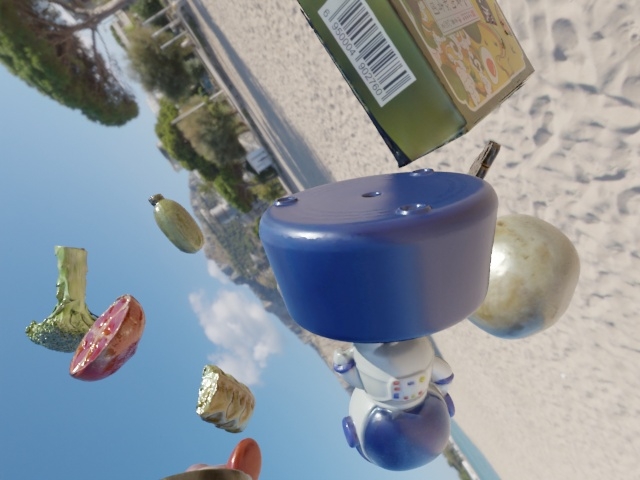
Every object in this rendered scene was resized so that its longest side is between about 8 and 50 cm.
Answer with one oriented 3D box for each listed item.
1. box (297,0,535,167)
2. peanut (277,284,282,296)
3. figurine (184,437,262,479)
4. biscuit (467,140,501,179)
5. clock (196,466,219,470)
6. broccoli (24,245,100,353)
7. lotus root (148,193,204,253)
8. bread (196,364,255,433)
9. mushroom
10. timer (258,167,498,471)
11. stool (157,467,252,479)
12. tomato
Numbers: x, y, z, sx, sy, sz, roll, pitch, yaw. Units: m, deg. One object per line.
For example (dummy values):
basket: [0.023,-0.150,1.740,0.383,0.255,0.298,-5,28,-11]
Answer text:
box: [0.178,-0.373,0.787,0.138,0.420,0.373,-27,99,47]
peanut: [-0.042,0.103,1.091,0.108,0.095,0.226,22,179,6]
figurine: [-0.262,0.717,1.213,0.211,0.262,0.269,-53,-59,-74]
biscuit: [0.258,-0.105,0.750,0.019,0.129,0.119,28,176,6]
clock: [-0.153,0.618,0.874,0.310,0.283,0.114,27,161,-21]
broccoli: [-0.855,0.198,1.512,0.252,0.221,0.361,-27,-75,-53]
lotus root: [-0.370,-0.046,1.172,0.183,0.077,0.090,55,-171,-13]
bread: [-0.215,0.372,1.062,0.232,0.088,0.128,71,-173,-54]
mushroom: [0.471,0.090,1.085,0.290,0.297,0.297,23,-158,-40]
timer: [0.090,0.121,0.574,0.270,0.271,0.383,-124,23,-72]
stool: [-0.154,0.448,0.556,0.179,0.179,0.264,57,-170,-48]
tomato: [-0.349,0.171,0.775,0.069,0.155,0.155,41,-173,-28]
